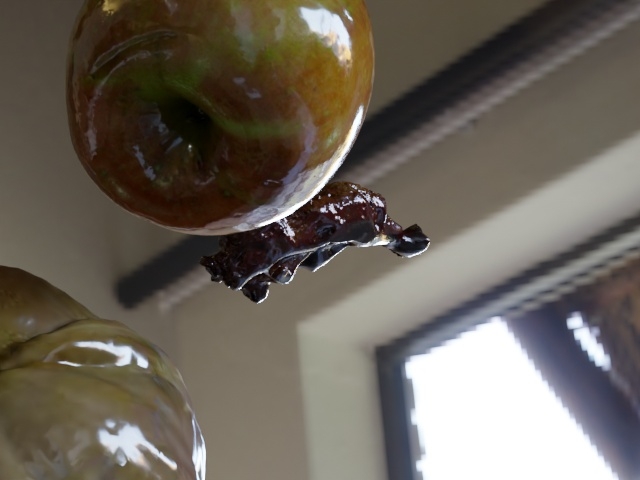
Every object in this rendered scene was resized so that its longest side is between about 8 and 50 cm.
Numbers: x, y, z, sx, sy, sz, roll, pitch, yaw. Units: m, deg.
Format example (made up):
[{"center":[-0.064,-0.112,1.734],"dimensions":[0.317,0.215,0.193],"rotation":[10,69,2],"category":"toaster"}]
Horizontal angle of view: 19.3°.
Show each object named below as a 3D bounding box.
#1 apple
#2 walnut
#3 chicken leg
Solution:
[{"center":[-0.059,-0.106,1.172],"dimensions":[0.196,0.196,0.196],"rotation":[-4,-27,-2],"category":"apple"},{"center":[-0.209,0.191,1.187],"dimensions":[0.306,0.306,0.344],"rotation":[-5,-41,-1],"category":"walnut"},{"center":[0.000,-0.005,1.395],"dimensions":[0.219,0.048,0.089],"rotation":[-17,-39,-38],"category":"chicken leg"}]
